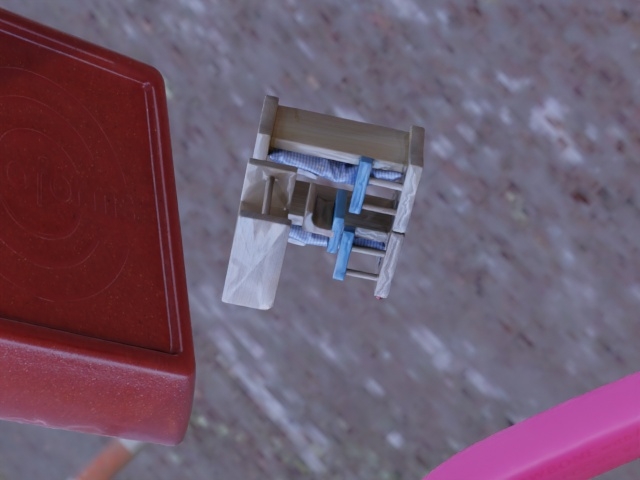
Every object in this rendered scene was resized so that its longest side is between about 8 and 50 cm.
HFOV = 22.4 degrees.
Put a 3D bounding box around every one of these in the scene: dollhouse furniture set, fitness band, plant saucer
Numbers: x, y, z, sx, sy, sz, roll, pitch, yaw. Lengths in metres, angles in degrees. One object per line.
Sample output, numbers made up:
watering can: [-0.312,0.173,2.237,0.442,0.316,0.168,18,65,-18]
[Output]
dollhouse furniture set: [0.000,0.000,1.212,0.129,0.184,0.129,11,122,-3]
fitness band: [0.154,0.164,0.755,0.054,0.291,0.209,67,180,-52]
plant saucer: [-0.167,-0.027,0.909,0.048,0.259,0.258,-26,152,35]
